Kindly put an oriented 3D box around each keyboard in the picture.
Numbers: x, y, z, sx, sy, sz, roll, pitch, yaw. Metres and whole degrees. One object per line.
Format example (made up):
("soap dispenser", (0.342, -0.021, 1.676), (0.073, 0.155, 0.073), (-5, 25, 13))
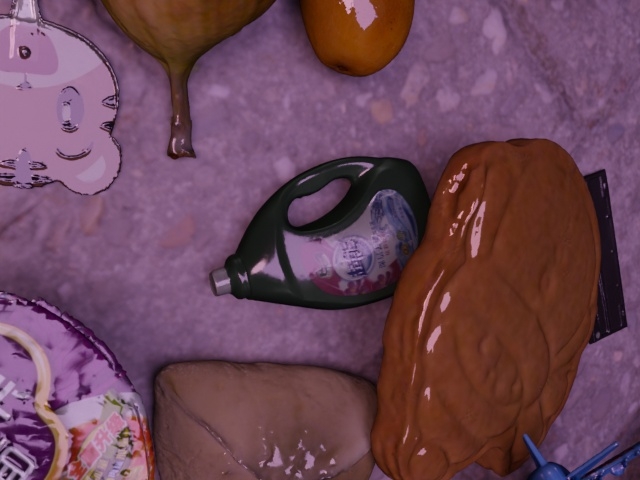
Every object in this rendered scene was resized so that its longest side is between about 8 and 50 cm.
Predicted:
("keyboard", (0.320, 0.021, 0.775), (0.064, 0.010, 0.198), (-19, 104, -22))

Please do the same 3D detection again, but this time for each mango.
("mango", (0.031, -0.235, 0.577), (0.102, 0.085, 0.184), (0, 92, -24))

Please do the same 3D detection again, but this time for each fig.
("fig", (-0.109, -0.177, 0.495), (0.160, 0.143, 0.230), (20, 97, 7))

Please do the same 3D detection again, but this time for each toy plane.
("toy plane", (0.238, 0.267, 0.673), (0.254, 0.105, 0.271), (-30, 140, 0))

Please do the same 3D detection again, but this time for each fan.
("fan", (-0.228, -0.146, 0.513), (0.153, 0.008, 0.226), (1, 98, -23))

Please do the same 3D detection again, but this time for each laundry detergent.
("laundry detergent", (0.000, 0.000, 0.608), (0.211, 0.063, 0.137), (-15, 99, -19))

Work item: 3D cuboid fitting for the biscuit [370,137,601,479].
("biscuit", (0.181, 0.081, 0.648), (0.312, 0.057, 0.351), (33, 78, -41))

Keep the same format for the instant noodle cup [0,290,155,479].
("instant noodle cup", (-0.255, 0.152, 0.423), (0.251, 0.190, 0.251), (5, 81, -32))

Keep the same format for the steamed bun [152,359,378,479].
("steamed bun", (-0.039, 0.219, 0.594), (0.231, 0.110, 0.212), (6, 94, -22))
